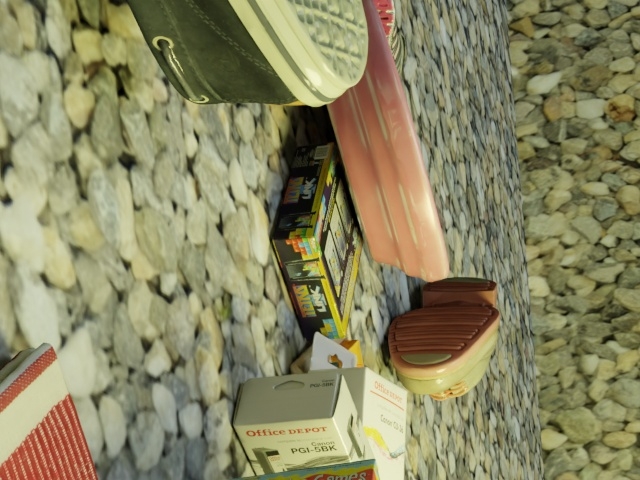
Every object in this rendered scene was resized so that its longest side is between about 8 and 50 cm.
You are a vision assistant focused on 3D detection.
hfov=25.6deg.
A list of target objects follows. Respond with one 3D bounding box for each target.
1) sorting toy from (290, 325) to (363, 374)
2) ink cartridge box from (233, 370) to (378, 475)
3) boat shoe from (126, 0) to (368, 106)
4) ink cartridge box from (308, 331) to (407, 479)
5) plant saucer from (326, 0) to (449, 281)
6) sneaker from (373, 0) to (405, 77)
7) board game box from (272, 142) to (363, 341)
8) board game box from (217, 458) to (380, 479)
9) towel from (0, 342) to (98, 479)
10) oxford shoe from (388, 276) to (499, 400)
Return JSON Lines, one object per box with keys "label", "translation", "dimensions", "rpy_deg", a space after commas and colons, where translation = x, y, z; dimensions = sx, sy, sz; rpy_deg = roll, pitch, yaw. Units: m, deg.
{"label": "sorting toy", "translation": [0.023, 0.196, 1.522], "dimensions": [0.208, 0.038, 0.193], "rpy_deg": [-45, 126, -70]}
{"label": "ink cartridge box", "translation": [-0.012, 0.189, 1.294], "dimensions": [0.056, 0.099, 0.135], "rpy_deg": [-77, 154, -47]}
{"label": "boat shoe", "translation": [-0.138, -0.288, 0.982], "dimensions": [0.500, 0.156, 0.187], "rpy_deg": [57, 34, -33]}
{"label": "ink cartridge box", "translation": [0.037, 0.197, 1.421], "dimensions": [0.115, 0.067, 0.198], "rpy_deg": [36, 52, -59]}
{"label": "plant saucer", "translation": [0.063, -0.107, 1.599], "dimensions": [0.332, 0.084, 0.332], "rpy_deg": [-15, 90, -88]}
{"label": "sneaker", "translation": [0.077, -0.273, 1.871], "dimensions": [0.075, 0.063, 0.170], "rpy_deg": [-65, 150, -61]}
{"label": "board game box", "translation": [0.000, 0.000, 1.511], "dimensions": [0.170, 0.048, 0.141], "rpy_deg": [-77, 157, -51]}
{"label": "board game box", "translation": [-0.018, 0.299, 1.079], "dimensions": [0.275, 0.142, 0.144], "rpy_deg": [-77, 156, -71]}
{"label": "towel", "translation": [-0.173, 0.254, 0.827], "dimensions": [0.237, 0.037, 0.329], "rpy_deg": [-56, 136, -66]}
{"label": "oxford shoe", "translation": [0.183, 0.157, 1.926], "dimensions": [0.397, 0.140, 0.147], "rpy_deg": [-34, 123, -70]}
